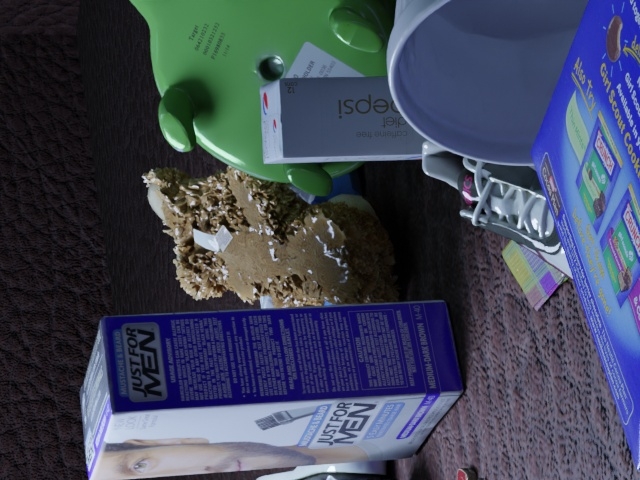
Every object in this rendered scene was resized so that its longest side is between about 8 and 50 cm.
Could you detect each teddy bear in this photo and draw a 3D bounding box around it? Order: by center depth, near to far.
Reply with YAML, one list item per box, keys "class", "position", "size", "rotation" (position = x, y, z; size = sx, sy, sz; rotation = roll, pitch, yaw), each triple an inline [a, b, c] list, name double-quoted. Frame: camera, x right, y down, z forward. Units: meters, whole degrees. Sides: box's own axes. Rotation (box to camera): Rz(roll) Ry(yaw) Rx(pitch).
- class: "teddy bear"
  position: [-0.052, -0.009, 1.887]
  size: [0.338, 0.113, 0.245]
  rotation: [-15, 108, 49]

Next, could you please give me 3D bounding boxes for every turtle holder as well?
- class: "turtle holder"
  position: [-0.056, -0.194, 1.744]
  size: [0.227, 0.320, 0.243]
  rotation: [-53, -35, -63]

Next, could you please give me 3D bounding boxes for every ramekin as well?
- class: "ramekin"
  position: [0.148, -0.155, 1.194]
  size: [0.207, 0.207, 0.109]
  rotation: [110, 164, -54]

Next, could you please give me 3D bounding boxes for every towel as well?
- class: "towel"
  position: [0.176, 0.019, 1.425]
  size: [0.060, 0.009, 0.083]
  rotation: [62, 158, 15]

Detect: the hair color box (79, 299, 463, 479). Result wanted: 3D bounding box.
- class: "hair color box"
  position: [-0.053, 0.147, 1.686]
  size: [0.185, 0.339, 0.110]
  rotation: [116, 149, -59]

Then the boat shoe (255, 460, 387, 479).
- class: "boat shoe"
  position: [-0.005, 0.305, 1.970]
  size: [0.305, 0.109, 0.091]
  rotation: [140, 132, -66]

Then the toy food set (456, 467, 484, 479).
- class: "toy food set"
  position: [0.130, 0.264, 1.634]
  size: [0.078, 0.019, 0.122]
  rotation: [-120, 32, -60]

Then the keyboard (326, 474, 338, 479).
- class: "keyboard"
  position: [0.071, 0.321, 1.672]
  size: [0.256, 0.014, 0.072]
  rotation: [36, 116, 44]

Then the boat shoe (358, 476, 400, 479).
- class: "boat shoe"
  position: [0.067, 0.392, 1.757]
  size: [0.114, 0.091, 0.302]
  rotation: [-2, 87, 50]

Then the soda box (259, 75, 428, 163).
- class: "soda box"
  position: [0.062, -0.102, 1.473]
  size: [0.074, 0.216, 0.069]
  rotation: [176, 91, -75]

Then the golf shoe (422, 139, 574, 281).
- class: "golf shoe"
  position: [0.167, -0.020, 1.287]
  size: [0.273, 0.120, 0.105]
  rotation: [-131, 44, -65]

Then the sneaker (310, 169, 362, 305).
- class: "sneaker"
  position: [0.000, 0.000, 1.976]
  size: [0.069, 0.082, 0.209]
  rotation: [-120, 33, -64]

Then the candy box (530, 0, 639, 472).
- class: "candy box"
  position: [0.243, -0.064, 0.990]
  size: [0.317, 0.122, 0.268]
  rotation: [104, 159, -48]

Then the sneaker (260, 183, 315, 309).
- class: "sneaker"
  position: [-0.048, 0.018, 2.146]
  size: [0.115, 0.090, 0.232]
  rotation: [-118, 31, -66]
